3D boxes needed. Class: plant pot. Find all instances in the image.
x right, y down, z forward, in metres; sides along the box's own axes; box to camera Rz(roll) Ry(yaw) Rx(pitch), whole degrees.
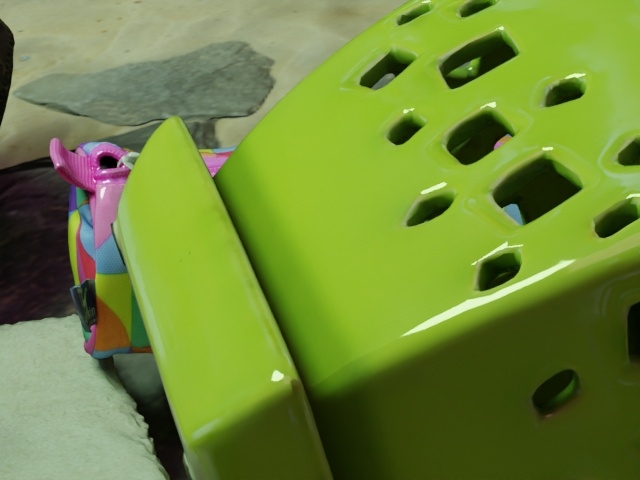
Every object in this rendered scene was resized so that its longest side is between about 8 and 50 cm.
[{"bbox_3d":[0.057,0.052,0.615,0.207,0.227,0.228,-20,29,-4],"label":"plant pot"}]

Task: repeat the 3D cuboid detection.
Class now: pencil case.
[{"bbox_3d":[0.000,0.000,0.807,0.236,0.104,0.104,-2,27,-11],"label":"pencil case"}]

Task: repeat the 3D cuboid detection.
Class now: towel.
[{"bbox_3d":[-0.152,0.109,0.733,0.187,0.049,0.282,-10,22,-14],"label":"towel"}]

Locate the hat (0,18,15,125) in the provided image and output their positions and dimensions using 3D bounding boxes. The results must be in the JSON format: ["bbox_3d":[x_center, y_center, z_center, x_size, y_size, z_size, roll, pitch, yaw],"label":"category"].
[{"bbox_3d":[-0.244,-0.067,0.960,0.134,0.331,0.331,23,20,-21],"label":"hat"}]
